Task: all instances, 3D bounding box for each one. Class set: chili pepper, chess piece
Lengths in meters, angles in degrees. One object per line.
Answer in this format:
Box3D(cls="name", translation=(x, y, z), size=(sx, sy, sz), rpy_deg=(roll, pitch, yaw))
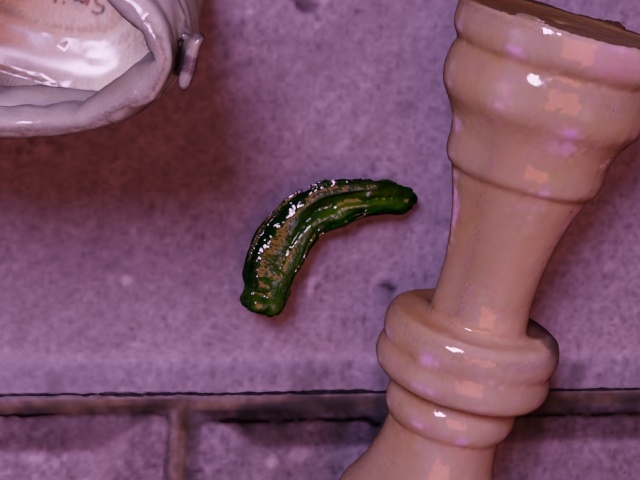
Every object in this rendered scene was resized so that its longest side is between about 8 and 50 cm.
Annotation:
Box3D(cls="chili pepper", translation=(-0.004, -0.007, 0.758), size=(0.118, 0.035, 0.055), rpy_deg=(-38, 126, -9))
Box3D(cls="chess piece", translation=(0.083, 0.065, 0.765), size=(0.117, 0.117, 0.397), rpy_deg=(9, 108, -16))

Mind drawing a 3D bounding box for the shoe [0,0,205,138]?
Box3D(cls="shoe", translation=(-0.206, -0.121, 0.571), size=(0.342, 0.210, 0.132), rpy_deg=(8, 106, -16))
